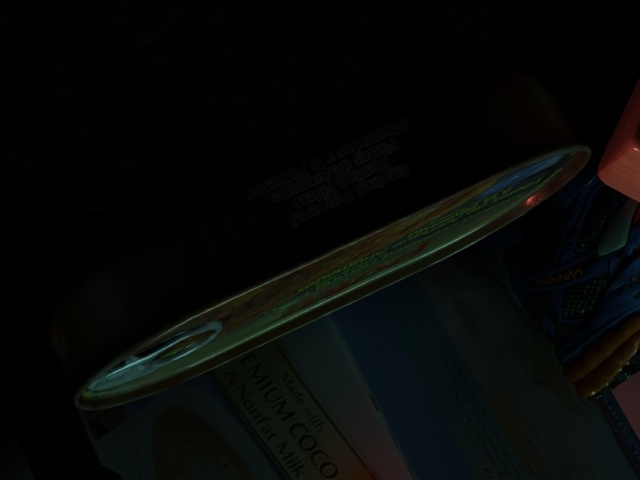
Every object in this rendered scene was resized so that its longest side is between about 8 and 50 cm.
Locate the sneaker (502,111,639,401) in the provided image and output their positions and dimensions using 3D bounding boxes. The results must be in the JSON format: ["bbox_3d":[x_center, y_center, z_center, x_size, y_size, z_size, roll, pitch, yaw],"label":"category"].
[{"bbox_3d":[0.137,-0.027,0.535,0.083,0.087,0.221,-26,154,-46],"label":"sneaker"}]

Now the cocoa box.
[{"bbox_3d":[0.043,0.194,0.605,0.228,0.347,0.231,-34,166,27],"label":"cocoa box"}]

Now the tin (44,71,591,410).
[{"bbox_3d":[0.000,0.000,0.443,0.190,0.040,0.106,-24,164,-15],"label":"tin"}]

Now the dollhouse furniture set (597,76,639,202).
[{"bbox_3d":[0.155,-0.035,0.375,0.151,0.144,0.123,-62,179,-18],"label":"dollhouse furniture set"}]

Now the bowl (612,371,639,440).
[{"bbox_3d":[0.241,0.121,1.053,0.312,0.163,0.311,-8,-170,1],"label":"bowl"}]
